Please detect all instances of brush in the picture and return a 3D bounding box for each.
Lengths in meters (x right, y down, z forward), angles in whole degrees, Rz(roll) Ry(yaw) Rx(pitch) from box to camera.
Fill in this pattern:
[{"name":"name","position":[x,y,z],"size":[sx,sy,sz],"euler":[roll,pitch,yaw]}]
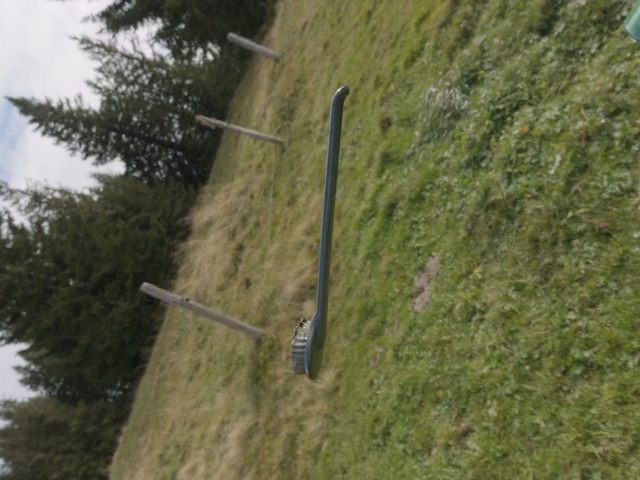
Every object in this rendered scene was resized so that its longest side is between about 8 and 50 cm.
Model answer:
[{"name":"brush","position":[0.000,0.000,0.440],"size":[0.062,0.027,0.266],"euler":[-45,-38,-72]}]

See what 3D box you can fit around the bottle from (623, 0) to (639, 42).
[{"name":"bottle","position":[0.482,-0.381,0.552],"size":[0.330,0.093,0.093],"euler":[107,171,-49]}]
